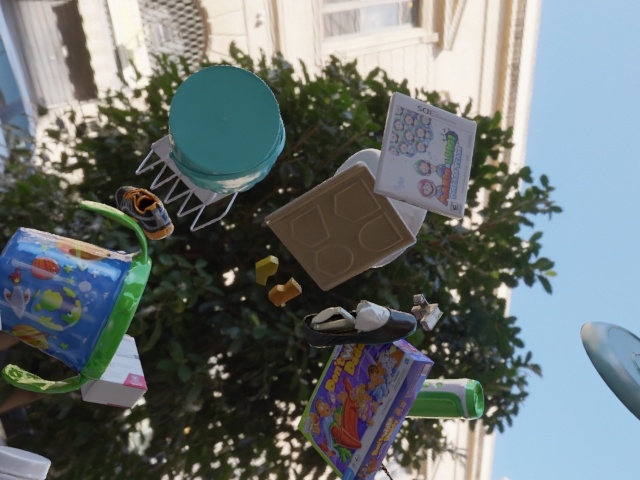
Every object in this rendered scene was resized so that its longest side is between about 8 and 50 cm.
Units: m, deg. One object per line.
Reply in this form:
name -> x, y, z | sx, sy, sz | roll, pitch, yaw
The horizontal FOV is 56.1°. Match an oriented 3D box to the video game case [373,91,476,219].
video game case -> 0.156, -0.123, 0.881 | 0.019, 0.143, 0.157 | 154, -50, -67

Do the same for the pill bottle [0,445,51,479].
pill bottle -> -0.464, 0.409, 0.842 | 0.117, 0.117, 0.215 | -22, -133, 62

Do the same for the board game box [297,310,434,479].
board game box -> 0.100, 0.382, 1.467 | 0.233, 0.078, 0.347 | 35, -77, 47

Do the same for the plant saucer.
plant saucer -> 0.694, 0.291, 1.283 | 0.044, 0.317, 0.318 | -51, -121, 29

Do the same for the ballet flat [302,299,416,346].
ballet flat -> 0.080, 0.196, 1.405 | 0.280, 0.095, 0.096 | -13, -54, 22

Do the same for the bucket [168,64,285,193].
bucket -> -0.215, -0.250, 1.369 | 0.183, 0.281, 0.281 | 147, -78, -81

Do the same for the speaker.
speaker -> 0.355, 0.500, 1.899 | 0.296, 0.131, 0.131 | -7, -77, 30

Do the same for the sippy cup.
sippy cup -> -0.441, 0.094, 1.029 | 0.240, 0.224, 0.306 | -37, -146, 55

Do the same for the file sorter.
file sorter -> -0.424, -0.197, 1.941 | 0.192, 0.173, 0.278 | -20, -57, 34

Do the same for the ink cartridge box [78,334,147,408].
ink cartridge box -> -0.427, 0.256, 1.218 | 0.063, 0.109, 0.150 | -51, -137, 15

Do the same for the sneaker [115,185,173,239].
sneaker -> -0.412, -0.084, 1.388 | 0.214, 0.084, 0.083 | 31, -35, 37

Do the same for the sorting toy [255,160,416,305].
sorting toy -> 0.000, 0.000, 1.135 | 0.229, 0.307, 0.041 | 50, 18, -35

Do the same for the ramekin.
ramekin -> 0.119, -0.086, 1.458 | 0.277, 0.135, 0.277 | -37, -140, 39

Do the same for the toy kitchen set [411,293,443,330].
toy kitchen set -> 0.265, 0.194, 1.606 | 0.083, 0.075, 0.068 | -16, -67, 48

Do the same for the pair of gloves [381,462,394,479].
pair of gloves -> 0.167, 0.596, 1.553 | 0.083, 0.010, 0.074 | 61, -10, -19
